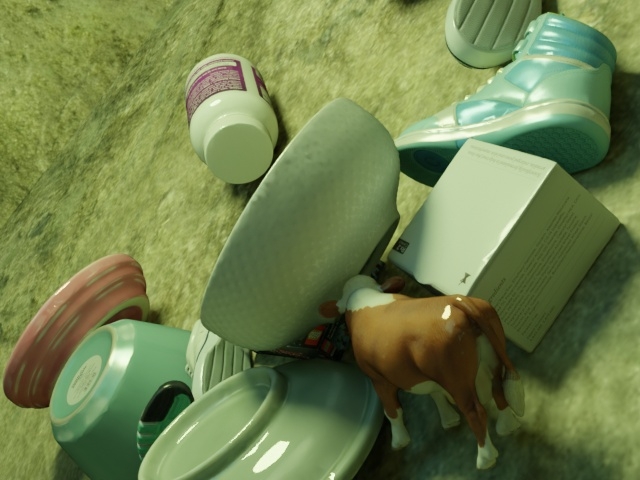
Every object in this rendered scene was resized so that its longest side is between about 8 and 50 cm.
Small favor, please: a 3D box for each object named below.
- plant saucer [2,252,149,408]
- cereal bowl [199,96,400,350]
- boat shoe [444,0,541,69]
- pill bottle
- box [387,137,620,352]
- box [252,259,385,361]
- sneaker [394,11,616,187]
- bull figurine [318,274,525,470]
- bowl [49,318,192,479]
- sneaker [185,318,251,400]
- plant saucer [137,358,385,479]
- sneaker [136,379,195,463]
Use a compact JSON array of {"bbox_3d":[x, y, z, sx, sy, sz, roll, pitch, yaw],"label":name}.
[{"bbox_3d":[-0.421,0.178,1.813,0.332,0.084,0.332,-49,-14,-17],"label":"plant saucer"},{"bbox_3d":[0.000,0.000,1.256,0.339,0.141,0.339,-56,-9,-14],"label":"cereal bowl"},{"bbox_3d":[0.242,-0.315,1.427,0.119,0.121,0.335,-52,2,43],"label":"boat shoe"},{"bbox_3d":[-0.171,-0.231,1.932,0.169,0.169,0.301,-46,28,17],"label":"pill bottle"},{"bbox_3d":[0.201,0.000,1.137,0.182,0.119,0.181,-55,28,-1],"label":"box"},{"bbox_3d":[-0.020,0.092,1.464,0.233,0.044,0.159,-3,56,57],"label":"box"},{"bbox_3d":[0.239,-0.178,1.278,0.319,0.127,0.208,-5,56,44],"label":"sneaker"},{"bbox_3d":[0.104,0.126,1.060,0.101,0.188,0.310,-25,6,-18],"label":"bull figurine"},{"bbox_3d":[-0.322,0.252,1.638,0.311,0.163,0.311,-37,32,28],"label":"bowl"},{"bbox_3d":[-0.160,0.193,1.535,0.091,0.094,0.258,-42,20,25],"label":"sneaker"},{"bbox_3d":[-0.108,0.258,1.221,0.400,0.100,0.400,-33,15,10],"label":"plant saucer"},{"bbox_3d":[-0.226,0.290,1.451,0.098,0.083,0.223,-116,34,-68],"label":"sneaker"}]
